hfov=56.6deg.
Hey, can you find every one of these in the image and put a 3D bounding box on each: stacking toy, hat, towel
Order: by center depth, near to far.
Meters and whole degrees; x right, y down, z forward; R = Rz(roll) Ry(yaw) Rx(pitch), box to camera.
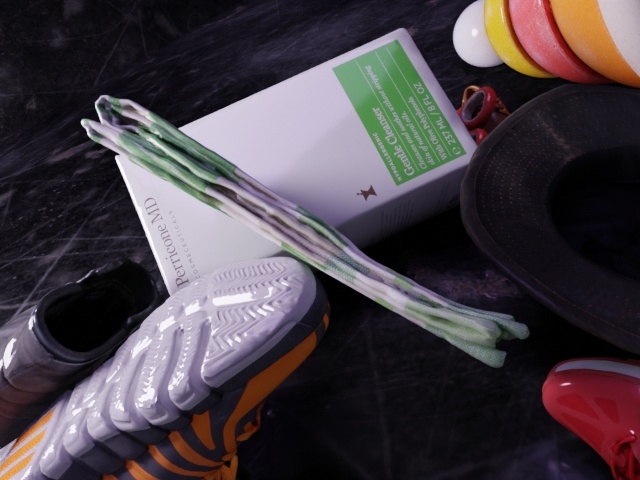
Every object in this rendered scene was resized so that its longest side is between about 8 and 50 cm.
[{"bbox_3d":[0.000,0.000,0.480,0.325,0.248,0.038,29,88,15],"label":"towel"},{"bbox_3d":[0.283,0.005,0.497,0.331,0.134,0.331,-5,48,5],"label":"hat"},{"bbox_3d":[0.361,-0.358,0.892,0.351,0.350,0.480,-37,18,-21],"label":"stacking toy"}]

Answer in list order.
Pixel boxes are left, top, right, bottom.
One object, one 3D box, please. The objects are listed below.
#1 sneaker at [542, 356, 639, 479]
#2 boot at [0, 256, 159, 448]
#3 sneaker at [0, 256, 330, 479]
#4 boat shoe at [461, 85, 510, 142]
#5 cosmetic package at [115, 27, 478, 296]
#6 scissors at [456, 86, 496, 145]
[{"bbox_3d":[0.215,0.158,0.358,0.128,0.087,0.221,-39,34,-26],"label":"sneaker"},{"bbox_3d":[-0.251,0.099,0.609,0.223,0.118,0.338,-38,13,8],"label":"boot"},{"bbox_3d":[-0.084,0.149,0.449,0.321,0.180,0.124,-36,25,23],"label":"sneaker"},{"bbox_3d":[0.240,-0.172,0.854,0.064,0.060,0.178,-19,32,6],"label":"boat shoe"},{"bbox_3d":[-0.024,-0.070,0.713,0.366,0.155,0.197,-26,74,-5],"label":"cosmetic package"},{"bbox_3d":[0.184,-0.172,0.912,0.021,0.109,0.297,13,5,-16],"label":"scissors"}]
